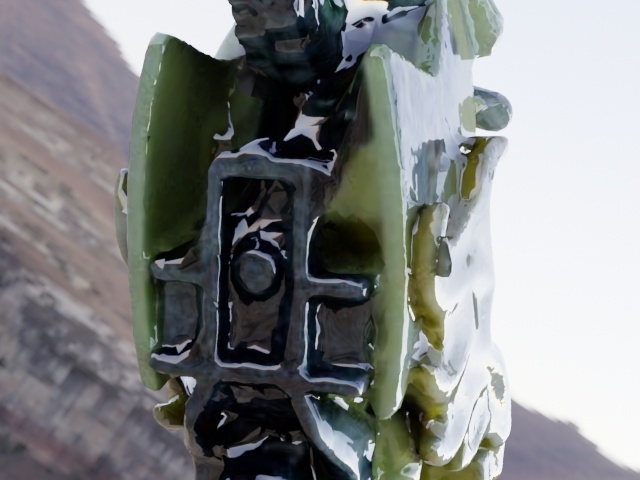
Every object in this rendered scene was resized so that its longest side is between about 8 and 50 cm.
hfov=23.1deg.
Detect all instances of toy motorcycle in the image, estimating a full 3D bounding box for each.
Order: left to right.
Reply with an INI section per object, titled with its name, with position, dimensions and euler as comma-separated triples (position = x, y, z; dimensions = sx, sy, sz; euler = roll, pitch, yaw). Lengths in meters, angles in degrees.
[toy motorcycle]
position = 0.000, 0.000, 0.724
dimensions = 0.168, 0.410, 0.237
euler = 6, 10, 19
